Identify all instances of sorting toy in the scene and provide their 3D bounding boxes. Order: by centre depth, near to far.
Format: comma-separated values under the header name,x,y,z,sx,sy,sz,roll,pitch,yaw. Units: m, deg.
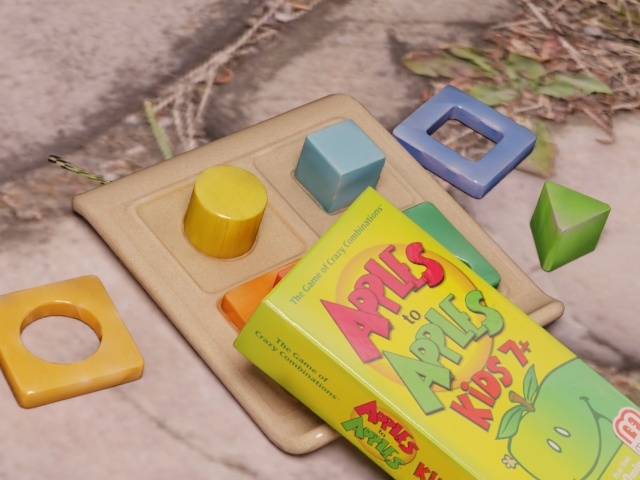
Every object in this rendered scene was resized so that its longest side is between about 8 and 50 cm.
name,x,y,z,sx,sy,sz,roll,pitch,yaw
sorting toy,0.000,0.000,0.892,0.348,0.047,0.196,-25,56,-33

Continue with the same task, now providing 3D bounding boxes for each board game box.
name,x,y,z,sx,sy,sz,roll,pitch,yaw
board game box,0.061,0.068,0.806,0.181,0.043,0.092,40,51,4
